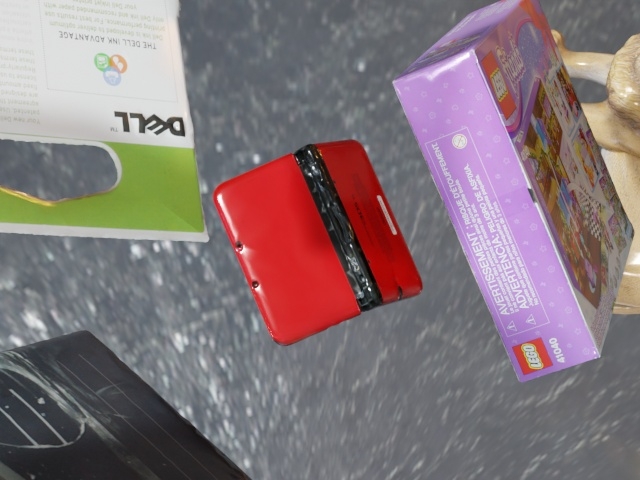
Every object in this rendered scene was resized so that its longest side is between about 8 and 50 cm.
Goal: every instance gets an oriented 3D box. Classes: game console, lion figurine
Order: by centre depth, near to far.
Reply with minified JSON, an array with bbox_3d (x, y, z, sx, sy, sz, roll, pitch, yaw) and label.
[{"bbox_3d":[0.000,0.000,1.445,0.085,0.124,0.144,-27,82,32],"label":"game console"},{"bbox_3d":[0.298,-0.051,1.617,0.240,0.392,0.142,18,49,21],"label":"lion figurine"}]

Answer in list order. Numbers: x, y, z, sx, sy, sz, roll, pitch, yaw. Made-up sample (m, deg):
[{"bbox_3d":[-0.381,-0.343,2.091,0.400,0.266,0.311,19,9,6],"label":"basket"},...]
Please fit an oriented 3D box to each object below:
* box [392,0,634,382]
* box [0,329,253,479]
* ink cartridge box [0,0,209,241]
[{"bbox_3d":[0.137,-0.049,1.168,0.057,0.293,0.201,-20,99,18],"label":"box"},{"bbox_3d":[-0.169,0.335,1.031,0.480,0.472,0.297,40,112,16],"label":"box"},{"bbox_3d":[-0.176,-0.110,0.943,0.189,0.097,0.255,3,70,-35],"label":"ink cartridge box"}]
